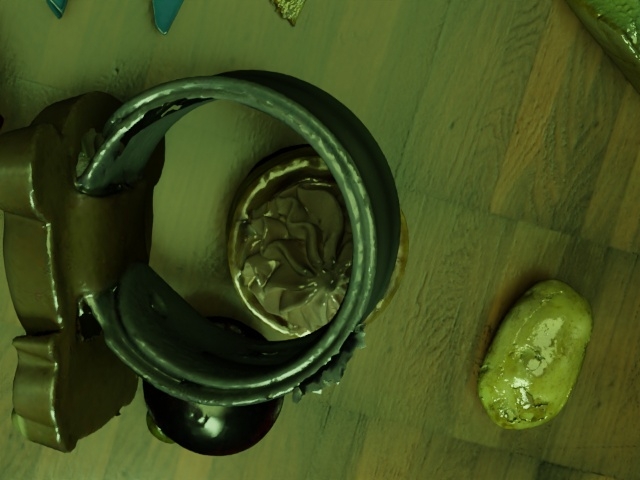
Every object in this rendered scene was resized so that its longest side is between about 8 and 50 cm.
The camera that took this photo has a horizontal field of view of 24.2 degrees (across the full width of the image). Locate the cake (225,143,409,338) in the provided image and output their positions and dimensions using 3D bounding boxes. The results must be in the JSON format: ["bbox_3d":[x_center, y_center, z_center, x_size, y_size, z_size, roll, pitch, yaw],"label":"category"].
[{"bbox_3d":[0.000,0.000,1.506,0.185,0.178,0.208,19,92,-10],"label":"cake"}]

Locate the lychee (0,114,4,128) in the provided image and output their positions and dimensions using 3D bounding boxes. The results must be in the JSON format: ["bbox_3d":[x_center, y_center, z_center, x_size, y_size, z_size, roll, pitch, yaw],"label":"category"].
[{"bbox_3d":[-0.491,-0.111,1.288,0.424,0.424,0.500,-18,106,-6],"label":"lychee"}]

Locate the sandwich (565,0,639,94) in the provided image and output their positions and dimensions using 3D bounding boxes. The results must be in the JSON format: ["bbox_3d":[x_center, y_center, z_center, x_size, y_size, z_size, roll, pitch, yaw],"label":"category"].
[{"bbox_3d":[0.352,-0.215,1.572,0.094,0.096,0.258,-46,104,-6],"label":"sandwich"}]

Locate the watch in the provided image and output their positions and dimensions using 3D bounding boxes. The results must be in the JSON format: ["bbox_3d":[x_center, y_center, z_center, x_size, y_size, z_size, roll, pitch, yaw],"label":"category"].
[{"bbox_3d":[-0.096,0.017,1.339,0.326,0.314,0.335,3,99,13],"label":"watch"}]

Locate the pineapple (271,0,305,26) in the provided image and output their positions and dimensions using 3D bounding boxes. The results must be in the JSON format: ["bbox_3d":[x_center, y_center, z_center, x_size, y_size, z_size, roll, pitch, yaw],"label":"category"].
[{"bbox_3d":[-0.029,-0.267,1.540,0.045,0.019,0.083,24,97,-14],"label":"pineapple"}]

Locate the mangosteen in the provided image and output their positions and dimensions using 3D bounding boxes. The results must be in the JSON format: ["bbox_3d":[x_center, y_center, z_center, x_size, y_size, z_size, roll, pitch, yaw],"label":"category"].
[{"bbox_3d":[-0.113,0.154,1.534,0.152,0.152,0.153,-1,98,-9],"label":"mangosteen"}]

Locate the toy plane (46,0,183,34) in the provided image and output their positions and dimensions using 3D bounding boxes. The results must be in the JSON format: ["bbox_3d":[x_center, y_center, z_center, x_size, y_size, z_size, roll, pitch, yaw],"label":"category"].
[{"bbox_3d":[-0.199,-0.343,1.464,0.254,0.105,0.271,-43,107,-15],"label":"toy plane"}]

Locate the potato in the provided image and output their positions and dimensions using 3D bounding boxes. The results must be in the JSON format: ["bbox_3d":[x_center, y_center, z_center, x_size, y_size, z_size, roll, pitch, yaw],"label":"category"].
[{"bbox_3d":[0.233,0.126,1.608,0.107,0.080,0.170,27,92,-24],"label":"potato"}]
